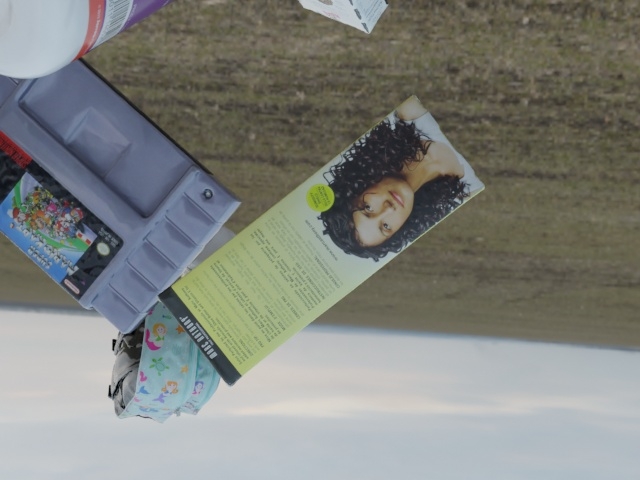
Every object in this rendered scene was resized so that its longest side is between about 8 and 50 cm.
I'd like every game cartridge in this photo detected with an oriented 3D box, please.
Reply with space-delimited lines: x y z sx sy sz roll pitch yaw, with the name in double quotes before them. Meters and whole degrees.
"game cartridge" -0.301 -0.079 0.991 0.355 0.230 0.068 41 -177 4

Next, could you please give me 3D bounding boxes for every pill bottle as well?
"pill bottle" -0.181 -0.281 0.682 0.181 0.182 0.323 -1 -146 36
"pill bottle" -0.213 0.077 1.571 0.117 0.117 0.215 4 140 -4

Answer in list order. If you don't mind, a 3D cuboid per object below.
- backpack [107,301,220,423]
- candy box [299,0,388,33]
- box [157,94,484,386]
"backpack" -0.271 0.196 1.415 0.191 0.225 0.253 7 151 -14
"candy box" 0.009 -0.463 1.390 0.164 0.070 0.196 30 174 29
"box" 0.000 0.000 0.585 0.232 0.087 0.058 -39 -178 3
